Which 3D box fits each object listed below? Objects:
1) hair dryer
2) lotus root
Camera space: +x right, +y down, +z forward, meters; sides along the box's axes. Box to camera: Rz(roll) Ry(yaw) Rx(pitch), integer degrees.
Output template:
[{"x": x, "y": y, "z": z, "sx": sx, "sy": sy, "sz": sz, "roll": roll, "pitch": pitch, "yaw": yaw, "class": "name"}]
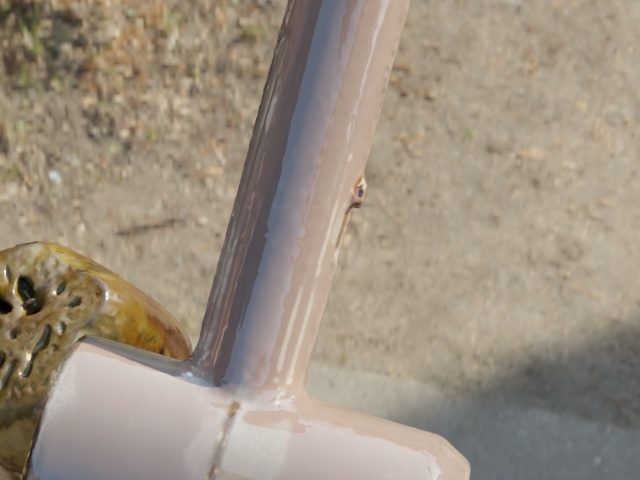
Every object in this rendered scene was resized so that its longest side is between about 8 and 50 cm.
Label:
[{"x": 0.000, "y": 0.000, "z": 0.710, "sx": 0.189, "sy": 0.107, "sz": 0.344, "roll": 15, "pitch": 93, "yaw": 4, "class": "hair dryer"}, {"x": -0.186, "y": 0.123, "z": 1.177, "sx": 0.193, "sy": 0.291, "sz": 0.193, "roll": -4, "pitch": 56, "yaw": 7, "class": "lotus root"}]
